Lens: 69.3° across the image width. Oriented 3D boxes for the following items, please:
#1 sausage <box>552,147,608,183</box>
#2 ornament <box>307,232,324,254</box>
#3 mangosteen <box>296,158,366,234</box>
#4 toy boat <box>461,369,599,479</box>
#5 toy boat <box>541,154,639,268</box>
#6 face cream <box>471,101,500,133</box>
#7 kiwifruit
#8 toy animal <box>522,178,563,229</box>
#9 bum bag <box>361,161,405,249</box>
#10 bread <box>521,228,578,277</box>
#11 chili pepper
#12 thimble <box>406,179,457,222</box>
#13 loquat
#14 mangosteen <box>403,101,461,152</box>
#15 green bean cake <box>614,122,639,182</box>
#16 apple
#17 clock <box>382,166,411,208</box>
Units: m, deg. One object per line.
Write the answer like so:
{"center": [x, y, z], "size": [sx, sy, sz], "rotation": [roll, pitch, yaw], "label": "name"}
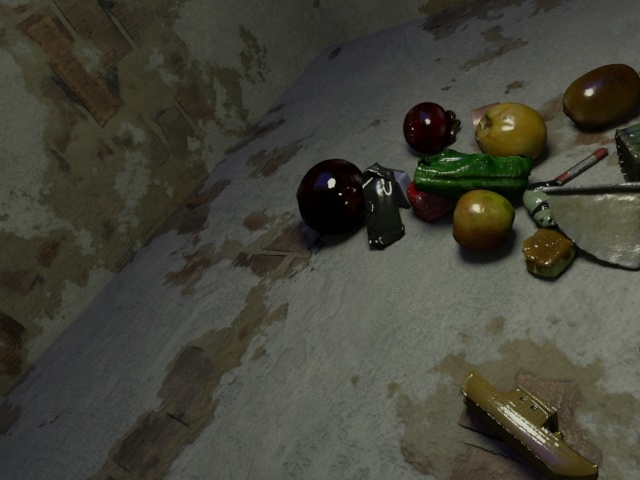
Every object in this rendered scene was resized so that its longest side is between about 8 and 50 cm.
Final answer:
{"center": [0.842, -0.237, 1.503], "size": [0.223, 0.029, 0.029], "rotation": [-33, 34, 0], "label": "sausage"}
{"center": [0.000, 0.000, 1.910], "size": [0.125, 0.028, 0.073], "rotation": [-45, 35, -14], "label": "ornament"}
{"center": [0.035, -0.174, 1.862], "size": [0.307, 0.307, 0.347], "rotation": [-47, 28, -19], "label": "mangosteen"}
{"center": [0.446, 0.393, 1.004], "size": [0.121, 0.089, 0.321], "rotation": [-31, 32, -17], "label": "toy boat"}
{"center": [0.783, -0.061, 1.211], "size": [0.293, 0.111, 0.276], "rotation": [-23, 74, 31], "label": "toy boat"}
{"center": [0.662, -0.455, 1.813], "size": [0.104, 0.149, 0.149], "rotation": [-11, 40, 28], "label": "face cream"}
{"center": [0.953, -0.489, 1.578], "size": [0.234, 0.196, 0.196], "rotation": [-19, 37, 18], "label": "kiwifruit"}
{"center": [0.692, -0.107, 1.409], "size": [0.121, 0.094, 0.225], "rotation": [-21, 37, 20], "label": "toy animal"}
{"center": [0.232, -0.131, 1.715], "size": [0.142, 0.326, 0.079], "rotation": [-6, -3, 11], "label": "bum bag"}
{"center": [0.636, 0.034, 1.304], "size": [0.140, 0.069, 0.128], "rotation": [-42, 34, -14], "label": "bread"}
{"center": [0.497, -0.208, 1.532], "size": [0.384, 0.168, 0.213], "rotation": [3, 17, 5], "label": "chili pepper"}
{"center": [0.415, -0.172, 1.692], "size": [0.189, 0.125, 0.163], "rotation": [-40, 32, -9], "label": "thimble"}
{"center": [0.677, -0.370, 1.635], "size": [0.244, 0.244, 0.244], "rotation": [-22, 36, 17], "label": "loquat"}
{"center": [0.481, -0.482, 1.975], "size": [0.257, 0.215, 0.215], "rotation": [-9, 28, -20], "label": "mangosteen"}
{"center": [0.912, -0.222, 1.300], "size": [0.094, 0.173, 0.181], "rotation": [-18, 35, 23], "label": "green bean cake"}
{"center": [0.500, -0.060, 1.425], "size": [0.196, 0.196, 0.196], "rotation": [-22, 36, 17], "label": "apple"}
{"center": [0.279, -0.216, 1.839], "size": [0.073, 0.145, 0.193], "rotation": [-44, 36, -16], "label": "clock"}
